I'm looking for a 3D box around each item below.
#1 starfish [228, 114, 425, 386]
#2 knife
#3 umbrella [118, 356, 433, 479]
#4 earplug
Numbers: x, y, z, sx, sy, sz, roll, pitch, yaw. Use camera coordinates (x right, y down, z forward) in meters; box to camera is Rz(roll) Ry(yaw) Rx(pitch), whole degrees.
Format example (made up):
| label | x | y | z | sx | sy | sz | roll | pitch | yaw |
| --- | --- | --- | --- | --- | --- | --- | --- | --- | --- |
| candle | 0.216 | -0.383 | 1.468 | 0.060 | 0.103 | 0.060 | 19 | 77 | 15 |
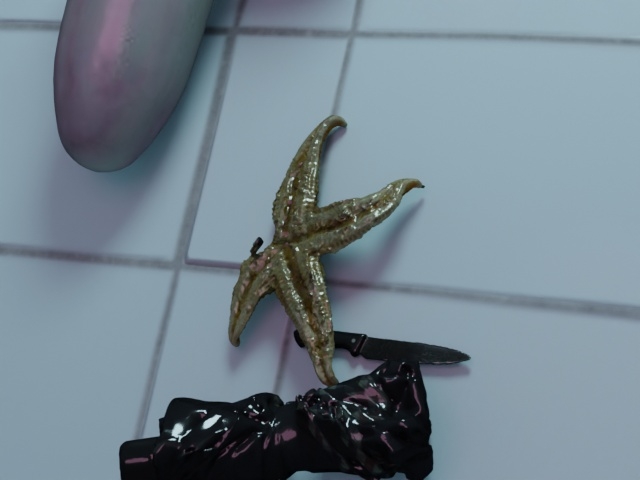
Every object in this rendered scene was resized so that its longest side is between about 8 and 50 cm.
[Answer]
| label | x | y | z | sx | sy | sz | roll | pitch | yaw |
| --- | --- | --- | --- | --- | --- | --- | --- | --- | --- |
| starfish | 0.000 | 0.000 | 1.371 | 0.138 | 0.050 | 0.247 | 16 | 78 | 30 |
| knife | 0.052 | 0.095 | 1.338 | 0.170 | 0.010 | 0.023 | 5 | 72 | 24 |
| umbrella | -0.037 | 0.173 | 1.286 | 0.272 | 0.122 | 0.110 | -12 | 89 | 8 |
| earplug | -0.184 | -0.212 | 1.472 | 0.172 | 0.172 | 0.301 | 12 | 81 | 25 |
